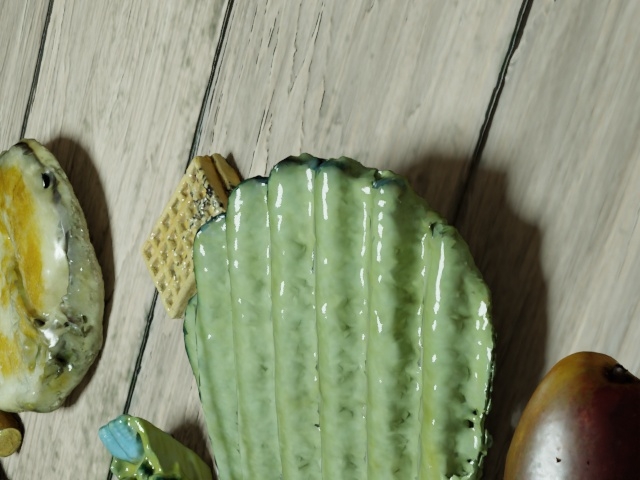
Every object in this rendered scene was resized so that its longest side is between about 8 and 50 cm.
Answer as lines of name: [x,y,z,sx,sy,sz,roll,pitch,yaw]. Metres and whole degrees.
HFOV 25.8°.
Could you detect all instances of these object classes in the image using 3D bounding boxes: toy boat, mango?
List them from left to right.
toy boat: [-0.148,0.307,1.383,0.111,0.084,0.276,-32,67,46]
mango: [0.179,0.206,0.905,0.133,0.111,0.268,-8,80,38]

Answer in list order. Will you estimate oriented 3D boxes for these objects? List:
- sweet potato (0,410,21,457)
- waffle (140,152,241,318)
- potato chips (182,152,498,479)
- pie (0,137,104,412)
sweet potato: [-0.417,0.221,1.777,0.117,0.049,0.049,53,129,36]
waffle: [-0.121,-0.003,1.384,0.148,0.042,0.102,-54,48,37]
potato chips: [0.002,0.130,1.152,0.358,0.070,0.429,19,118,46]
pie: [-0.348,0.044,1.670,0.339,0.077,0.339,6,97,55]
